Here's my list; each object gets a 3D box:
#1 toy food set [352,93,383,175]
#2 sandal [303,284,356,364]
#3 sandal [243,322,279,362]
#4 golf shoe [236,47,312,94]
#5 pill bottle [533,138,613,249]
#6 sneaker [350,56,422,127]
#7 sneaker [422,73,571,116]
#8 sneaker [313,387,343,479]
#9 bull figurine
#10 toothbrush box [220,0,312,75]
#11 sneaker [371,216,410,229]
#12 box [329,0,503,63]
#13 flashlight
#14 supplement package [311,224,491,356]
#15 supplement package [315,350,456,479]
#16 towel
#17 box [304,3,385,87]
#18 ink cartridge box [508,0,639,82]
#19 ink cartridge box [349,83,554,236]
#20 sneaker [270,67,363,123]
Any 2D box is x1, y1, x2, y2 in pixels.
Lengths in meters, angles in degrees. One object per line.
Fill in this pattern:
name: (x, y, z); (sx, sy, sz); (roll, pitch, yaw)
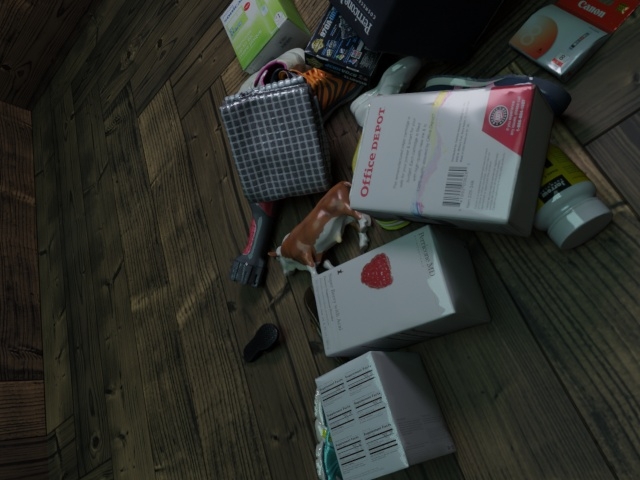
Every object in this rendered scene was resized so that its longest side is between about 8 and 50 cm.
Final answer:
toy food set: (0.159, -0.219, 1.141); (0.128, 0.071, 0.217); (22, 96, 17)
sandal: (0.017, 0.205, 1.155); (0.219, 0.090, 0.060); (60, 140, 25)
sandal: (-0.154, 0.277, 1.304); (0.179, 0.040, 0.067); (-46, 47, 41)
golf shoe: (-0.168, -0.444, 1.388); (0.306, 0.140, 0.115); (-29, 99, 35)
pill bottle: (0.406, -0.093, 0.857); (0.119, 0.119, 0.208); (-43, 55, 24)
sneaker: (0.172, -0.346, 1.160); (0.212, 0.080, 0.094); (-38, 69, 36)
sneaker: (0.327, -0.253, 0.966); (0.319, 0.112, 0.131); (20, 83, 50)
sneaker: (0.052, 0.440, 1.044); (0.110, 0.107, 0.275); (-17, 68, 27)
bull figurine: (0.000, 0.000, 1.195); (0.310, 0.101, 0.188); (-52, 56, 21)
toothbrush box: (-0.173, -0.661, 1.491); (0.206, 0.122, 0.283); (-39, 55, 27)
sneaker: (0.215, -0.119, 1.023); (0.300, 0.121, 0.111); (-34, 60, 30)
box: (0.196, -0.703, 0.953); (0.480, 0.297, 0.471); (61, 143, 29)
flashlight: (-0.189, -0.029, 1.365); (0.103, 0.103, 0.304); (19, 93, 68)
supplement package: (0.156, 0.116, 0.980); (0.293, 0.175, 0.177); (-27, 62, 33)
supplement package: (0.126, 0.340, 0.938); (0.149, 0.194, 0.203); (-34, 59, 29)
towel: (-0.106, -0.241, 1.195); (0.235, 0.121, 0.283); (-8, 116, 14)
box: (0.083, -0.506, 1.185); (0.175, 0.051, 0.220); (23, 76, 7)
ink cartridge box: (0.481, -0.415, 0.923); (0.179, 0.045, 0.145); (-51, 53, 22)
ink cartridge box: (0.224, -0.140, 0.856); (0.306, 0.131, 0.226); (11, 87, 42)
sneaker: (-0.006, -0.418, 1.247); (0.321, 0.180, 0.124); (-47, 54, 22)
